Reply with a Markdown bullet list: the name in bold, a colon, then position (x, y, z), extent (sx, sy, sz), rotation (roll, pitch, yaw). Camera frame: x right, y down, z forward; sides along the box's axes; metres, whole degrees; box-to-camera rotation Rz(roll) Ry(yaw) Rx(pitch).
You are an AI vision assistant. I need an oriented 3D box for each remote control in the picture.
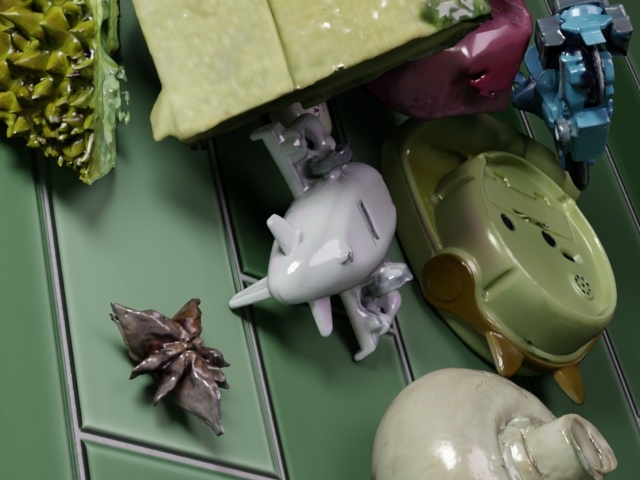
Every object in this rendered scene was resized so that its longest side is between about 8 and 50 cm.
- **remote control**: position (-0.035, -0.191, 1.680), extent (0.078, 0.042, 0.221), rotation (22, 42, -39)

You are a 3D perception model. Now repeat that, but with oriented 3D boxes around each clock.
- **clock**: position (0.222, 0.018, 1.732), extent (0.286, 0.117, 0.348), rotation (22, 41, -40)

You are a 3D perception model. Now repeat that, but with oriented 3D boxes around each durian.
- **durian**: position (-0.220, -0.222, 1.361), extent (0.198, 0.163, 0.394), rotation (37, 27, -29)

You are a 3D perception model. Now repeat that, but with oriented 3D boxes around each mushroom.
- **mushroom**: position (0.167, 0.223, 1.366), extent (0.246, 0.202, 0.246), rotation (43, 32, -35)

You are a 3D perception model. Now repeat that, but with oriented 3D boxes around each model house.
- **model house**: position (-0.038, -0.258, 1.419), extent (0.261, 0.321, 0.266), rotation (-69, 136, -84)

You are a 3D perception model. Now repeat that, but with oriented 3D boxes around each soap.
- **soap**: position (0.117, -0.248, 1.742), extent (0.220, 0.127, 0.325), rotation (-9, 31, -28)

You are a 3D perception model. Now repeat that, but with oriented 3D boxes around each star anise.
- **star anise**: position (-0.111, 0.106, 1.249), extent (0.124, 0.056, 0.129), rotation (0, 58, -54)

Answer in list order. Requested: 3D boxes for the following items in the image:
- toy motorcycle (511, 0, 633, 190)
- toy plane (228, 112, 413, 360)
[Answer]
- **toy motorcycle**: position (0.293, -0.188, 1.744), extent (0.272, 0.124, 0.182), rotation (85, -6, -61)
- **toy plane**: position (0.004, -0.001, 1.461), extent (0.252, 0.118, 0.252), rotation (40, 41, -46)
